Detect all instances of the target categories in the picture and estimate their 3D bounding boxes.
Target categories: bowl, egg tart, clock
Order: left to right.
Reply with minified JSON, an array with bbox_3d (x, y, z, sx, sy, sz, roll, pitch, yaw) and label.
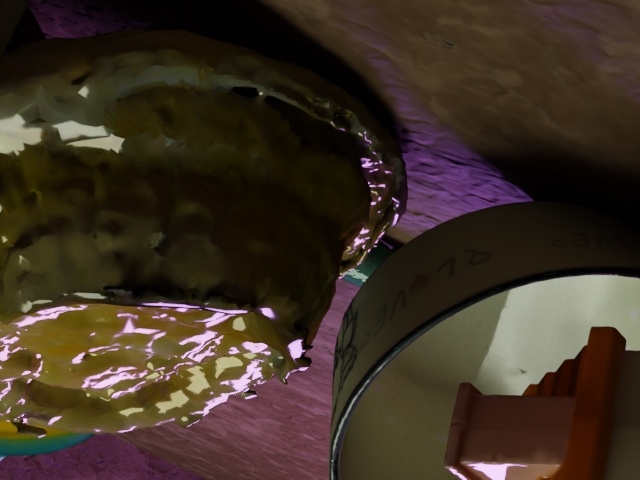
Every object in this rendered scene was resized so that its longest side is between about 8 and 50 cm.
[{"bbox_3d":[-0.118,0.018,0.956,0.345,0.132,0.345,-6,154,-3],"label":"egg tart"},{"bbox_3d":[0.110,0.069,0.973,0.238,0.238,0.126,33,-154,-33],"label":"bowl"},{"bbox_3d":[0.202,0.124,0.814,0.255,0.106,0.220,-3,152,34],"label":"clock"}]

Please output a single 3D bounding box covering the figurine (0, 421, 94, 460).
[{"bbox_3d":[-0.253,0.072,1.426,0.324,0.231,0.340,21,171,4],"label":"figurine"}]

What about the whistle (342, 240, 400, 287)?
[{"bbox_3d":[0.000,0.000,1.162,0.186,0.039,0.039,25,165,-9],"label":"whistle"}]

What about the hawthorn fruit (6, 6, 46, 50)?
[{"bbox_3d":[-0.197,-0.115,1.000,0.081,0.081,0.093,18,135,19],"label":"hawthorn fruit"}]

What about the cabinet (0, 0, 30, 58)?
[{"bbox_3d":[-0.248,-0.117,0.774,0.175,0.215,0.148,19,164,16],"label":"cabinet"}]
